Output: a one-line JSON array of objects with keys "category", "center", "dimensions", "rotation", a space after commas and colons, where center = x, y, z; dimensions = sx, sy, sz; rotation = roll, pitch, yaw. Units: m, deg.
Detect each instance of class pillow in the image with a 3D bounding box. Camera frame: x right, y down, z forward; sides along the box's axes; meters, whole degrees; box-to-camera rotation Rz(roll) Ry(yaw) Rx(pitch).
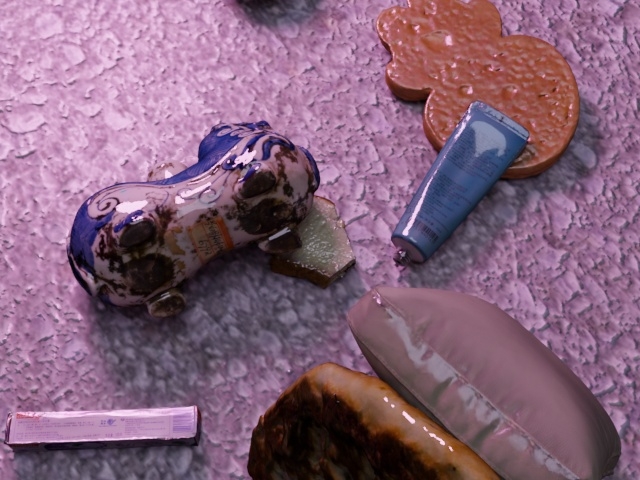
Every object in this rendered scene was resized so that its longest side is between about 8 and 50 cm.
[{"category": "pillow", "center": [0.167, 0.144, 0.995], "dimensions": [0.255, 0.322, 0.120], "rotation": [44, 101, 18]}]

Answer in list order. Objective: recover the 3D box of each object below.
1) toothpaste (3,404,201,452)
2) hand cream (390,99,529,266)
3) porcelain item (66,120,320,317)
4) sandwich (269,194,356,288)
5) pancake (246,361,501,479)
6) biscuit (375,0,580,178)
[{"category": "toothpaste", "center": [-0.223, 0.195, 1.094], "dimensions": [0.196, 0.047, 0.040], "rotation": [-2, 67, -2]}, {"category": "hand cream", "center": [0.151, -0.062, 1.222], "dimensions": [0.083, 0.048, 0.224], "rotation": [34, 75, 13]}, {"category": "porcelain item", "center": [-0.146, -0.041, 1.164], "dimensions": [0.288, 0.138, 0.186], "rotation": [-27, 40, -8]}, {"category": "sandwich", "center": [0.000, 0.000, 1.205], "dimensions": [0.093, 0.036, 0.105], "rotation": [16, 63, 7]}, {"category": "pancake", "center": [0.059, 0.247, 0.906], "dimensions": [0.067, 0.427, 0.305], "rotation": [-18, 80, -29]}, {"category": "biscuit", "center": [0.189, -0.197, 1.305], "dimensions": [0.202, 0.044, 0.289], "rotation": [-42, 71, -13]}]
